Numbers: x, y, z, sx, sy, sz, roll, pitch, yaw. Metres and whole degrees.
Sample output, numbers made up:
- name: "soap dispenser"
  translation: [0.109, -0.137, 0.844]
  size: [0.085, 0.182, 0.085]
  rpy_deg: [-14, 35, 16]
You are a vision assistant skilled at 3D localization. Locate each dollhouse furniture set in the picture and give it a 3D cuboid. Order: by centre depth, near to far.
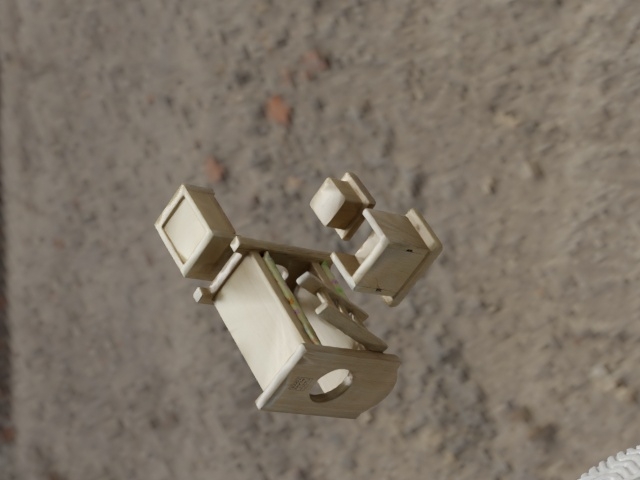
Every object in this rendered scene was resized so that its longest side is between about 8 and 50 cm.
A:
- name: "dollhouse furniture set"
  translation: [0.000, 0.000, 1.238]
  size: [0.161, 0.101, 0.182]
  rpy_deg: [-53, 50, 26]

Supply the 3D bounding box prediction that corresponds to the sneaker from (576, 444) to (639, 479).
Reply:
- name: "sneaker"
  translation: [0.196, 0.248, 1.096]
  size: [0.094, 0.235, 0.153]
  rpy_deg: [-14, 124, 33]
